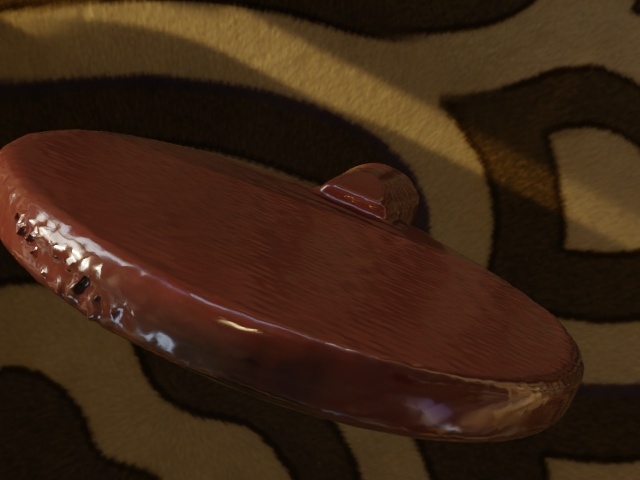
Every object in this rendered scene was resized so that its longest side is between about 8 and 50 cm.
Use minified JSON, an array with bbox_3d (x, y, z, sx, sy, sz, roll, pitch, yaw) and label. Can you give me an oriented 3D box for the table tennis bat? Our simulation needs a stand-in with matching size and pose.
[{"bbox_3d":[0.000,0.000,0.554,0.268,0.414,0.051,23,102,7],"label":"table tennis bat"}]
